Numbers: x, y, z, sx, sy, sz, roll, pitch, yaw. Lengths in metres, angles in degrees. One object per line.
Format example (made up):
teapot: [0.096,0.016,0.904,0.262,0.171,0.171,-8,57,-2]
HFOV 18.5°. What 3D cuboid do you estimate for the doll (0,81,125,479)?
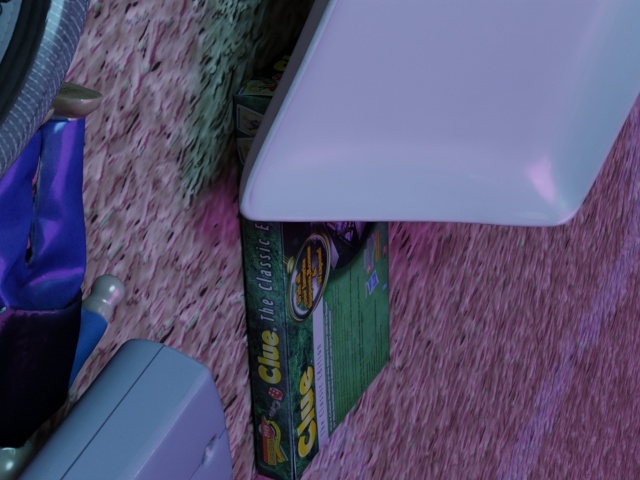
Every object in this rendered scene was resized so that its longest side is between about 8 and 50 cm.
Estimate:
doll: [-0.125,0.029,0.833,0.129,0.046,0.189,-21,122,-61]

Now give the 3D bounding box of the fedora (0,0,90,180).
fedora: [-0.165,-0.129,0.545,0.244,0.124,0.275,-41,132,-55]

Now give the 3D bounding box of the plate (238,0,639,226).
plate: [0.094,-0.136,1.030,0.277,0.045,0.278,1,121,-45]

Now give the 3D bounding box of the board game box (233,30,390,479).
board game box: [0.000,0.000,1.123,0.136,0.030,0.259,-50,146,-49]

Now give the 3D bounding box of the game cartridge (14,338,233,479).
game cartridge: [-0.107,0.191,0.911,0.297,0.062,0.198,95,19,-45]
